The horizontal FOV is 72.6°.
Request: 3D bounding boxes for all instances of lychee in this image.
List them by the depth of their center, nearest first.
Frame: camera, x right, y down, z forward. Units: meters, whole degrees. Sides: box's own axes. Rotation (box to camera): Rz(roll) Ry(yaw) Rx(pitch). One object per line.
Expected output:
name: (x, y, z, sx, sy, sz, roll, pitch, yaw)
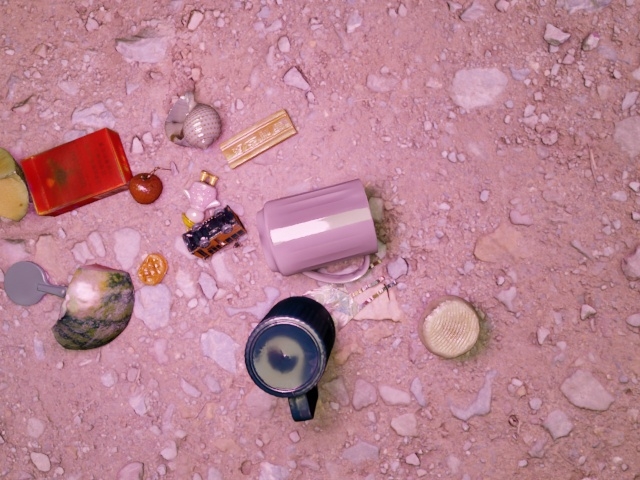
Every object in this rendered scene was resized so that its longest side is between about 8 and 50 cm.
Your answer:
lychee: (-0.564, -0.182, 1.422, 0.114, 0.101, 0.140, 4, 109, -33)

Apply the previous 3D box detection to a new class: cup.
cup: (-0.091, 0.335, 1.292, 0.242, 0.292, 0.308, 17, 91, 4)
cup: (0.000, 0.000, 1.340, 0.326, 0.237, 0.323, -15, 115, 2)

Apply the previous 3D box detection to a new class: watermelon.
watermelon: (-0.742, 0.237, 1.418, 0.180, 0.224, 0.305, 21, 94, 48)

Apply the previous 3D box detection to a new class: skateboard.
skateboard: (-0.303, 0.029, 1.430, 0.083, 0.064, 0.032, -27, 101, 13)

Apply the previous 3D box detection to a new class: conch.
conch: (-0.396, -0.372, 1.403, 0.172, 0.131, 0.200, -25, 58, 27)

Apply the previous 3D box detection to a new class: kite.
kite: (0.087, 0.173, 1.424, 0.310, 0.015, 0.169, -38, 87, 3)

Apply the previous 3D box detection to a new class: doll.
doll: (-0.395, -0.124, 1.423, 0.129, 0.081, 0.207, 22, 94, -9)

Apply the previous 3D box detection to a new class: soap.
soap: (-0.204, -0.334, 1.435, 0.252, 0.037, 0.092, -29, 89, 3)

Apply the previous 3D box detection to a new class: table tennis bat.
table tennis bat: (-0.962, 0.153, 1.476, 0.244, 0.040, 0.153, 11, 91, 7)

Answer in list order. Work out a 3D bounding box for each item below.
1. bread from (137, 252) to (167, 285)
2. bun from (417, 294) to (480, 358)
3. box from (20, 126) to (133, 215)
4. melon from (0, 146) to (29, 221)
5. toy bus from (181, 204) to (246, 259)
bread: (-0.555, 0.097, 1.449, 0.083, 0.044, 0.111, 31, 93, 0)
bun: (0.394, 0.262, 1.354, 0.195, 0.118, 0.196, 0, 96, 3)
box: (-0.798, -0.222, 1.443, 0.313, 0.089, 0.198, -19, 90, 3)
melon: (-1.066, -0.218, 1.424, 0.323, 0.124, 0.196, 39, 124, 27)
toy bus: (-0.342, -0.021, 1.406, 0.182, 0.103, 0.091, -33, 63, 1)
